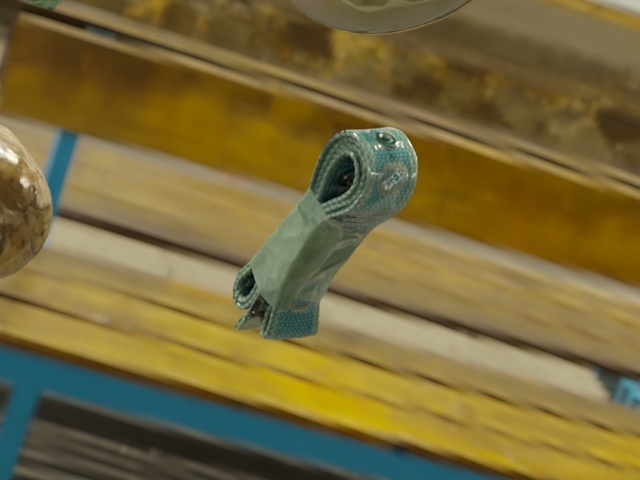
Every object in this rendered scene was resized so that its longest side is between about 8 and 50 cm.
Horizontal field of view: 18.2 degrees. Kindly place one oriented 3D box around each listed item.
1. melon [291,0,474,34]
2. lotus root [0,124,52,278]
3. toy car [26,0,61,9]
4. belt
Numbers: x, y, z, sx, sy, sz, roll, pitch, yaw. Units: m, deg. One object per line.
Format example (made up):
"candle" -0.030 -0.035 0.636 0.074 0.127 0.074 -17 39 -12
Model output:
"melon" 0.082 -0.323 1.977 0.223 0.223 0.317 9 -21 -32
"lotus root" -0.329 -0.047 1.860 0.154 0.140 0.257 42 7 -30
"toy car" -0.203 -0.253 1.502 0.136 0.125 0.306 8 -4 -39
"belt" 0.000 0.000 1.943 0.072 0.302 0.087 -10 59 -36
